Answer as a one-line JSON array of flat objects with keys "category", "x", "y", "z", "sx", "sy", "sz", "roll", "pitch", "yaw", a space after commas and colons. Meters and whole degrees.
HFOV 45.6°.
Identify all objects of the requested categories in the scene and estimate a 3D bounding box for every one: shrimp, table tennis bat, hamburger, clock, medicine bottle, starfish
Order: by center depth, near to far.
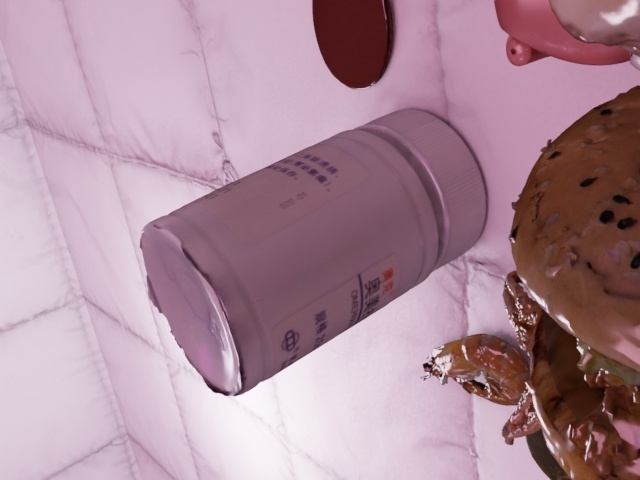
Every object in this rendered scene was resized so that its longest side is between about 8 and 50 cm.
[{"category": "hamburger", "x": 0.253, "y": 0.032, "z": 0.443, "sx": 0.318, "sy": 0.276, "sz": 0.195, "roll": -106, "pitch": 4, "yaw": -58}, {"category": "clock", "x": 0.214, "y": -0.203, "z": 0.568, "sx": 0.162, "sy": 0.092, "sz": 0.166, "roll": 13, "pitch": 122, "yaw": 47}, {"category": "starfish", "x": 0.239, "y": 0.080, "z": 0.701, "sx": 0.295, "sy": 0.048, "sz": 0.231, "roll": 128, "pitch": 135, "yaw": -54}, {"category": "medicine bottle", "x": 0.000, "y": 0.000, "z": 0.797, "sx": 0.190, "sy": 0.332, "sz": 0.190, "roll": 39, "pitch": 145, "yaw": 35}, {"category": "table tennis bat", "x": 0.035, "y": -0.272, "z": 0.842, "sx": 0.130, "sy": 0.019, "sz": 0.220, "roll": 37, "pitch": 140, "yaw": 37}, {"category": "shrimp", "x": 0.185, "y": 0.157, "z": 0.917, "sx": 0.099, "sy": 0.041, "sz": 0.180, "roll": 53, "pitch": 148, "yaw": -10}]

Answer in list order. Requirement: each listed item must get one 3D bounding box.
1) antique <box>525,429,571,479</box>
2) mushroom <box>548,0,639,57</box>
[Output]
[{"category": "antique", "x": 0.302, "y": 0.200, "z": 0.732, "sx": 0.221, "sy": 0.080, "sz": 0.081, "roll": 1, "pitch": 111, "yaw": 56}, {"category": "mushroom", "x": 0.258, "y": -0.207, "z": 0.315, "sx": 0.353, "sy": 0.353, "sz": 0.325, "roll": 43, "pitch": 110, "yaw": 30}]
